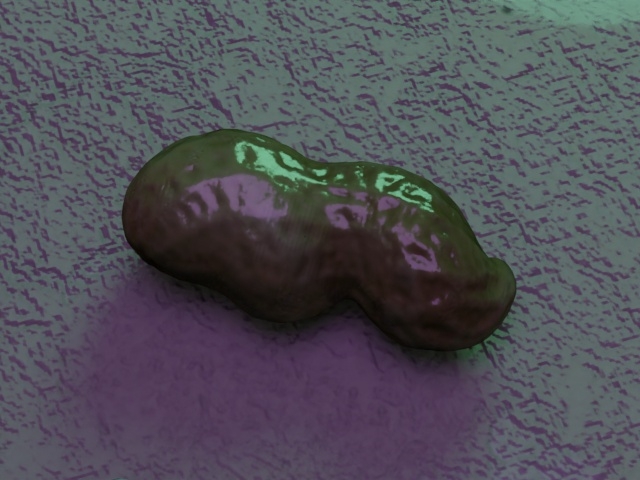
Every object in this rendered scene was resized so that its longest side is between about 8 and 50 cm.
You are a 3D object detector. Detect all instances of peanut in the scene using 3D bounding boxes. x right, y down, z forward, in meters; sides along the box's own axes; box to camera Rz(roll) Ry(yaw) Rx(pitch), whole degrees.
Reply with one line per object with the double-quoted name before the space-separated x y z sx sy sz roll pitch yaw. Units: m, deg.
"peanut" 0.000 0.000 0.962 0.227 0.086 0.104 12 72 6

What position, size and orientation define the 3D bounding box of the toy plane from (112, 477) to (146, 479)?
"toy plane" -0.062 0.223 0.823 0.266 0.123 0.267 1 43 -1
